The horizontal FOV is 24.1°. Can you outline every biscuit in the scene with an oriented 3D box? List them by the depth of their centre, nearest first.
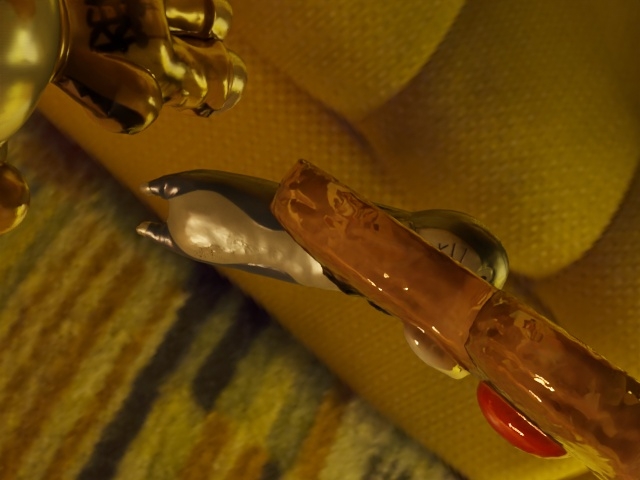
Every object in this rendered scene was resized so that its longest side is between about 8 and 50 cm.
[{"bbox_3d":[0.081,0.053,0.388,0.240,0.035,0.158,34,0,24],"label":"biscuit"}]

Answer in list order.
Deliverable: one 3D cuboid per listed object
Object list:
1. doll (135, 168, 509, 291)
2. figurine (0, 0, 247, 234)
[{"bbox_3d":[0.000,0.000,0.495,0.125,0.037,0.027,10,31,5],"label":"doll"},{"bbox_3d":[-0.078,-0.052,0.391,0.143,0.068,0.101,29,52,-37],"label":"figurine"}]
